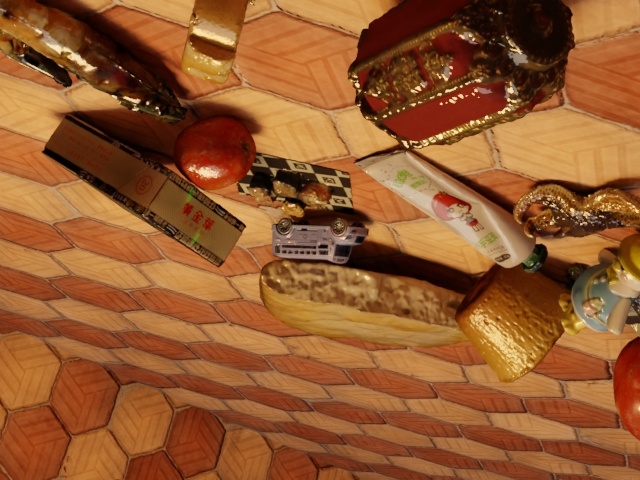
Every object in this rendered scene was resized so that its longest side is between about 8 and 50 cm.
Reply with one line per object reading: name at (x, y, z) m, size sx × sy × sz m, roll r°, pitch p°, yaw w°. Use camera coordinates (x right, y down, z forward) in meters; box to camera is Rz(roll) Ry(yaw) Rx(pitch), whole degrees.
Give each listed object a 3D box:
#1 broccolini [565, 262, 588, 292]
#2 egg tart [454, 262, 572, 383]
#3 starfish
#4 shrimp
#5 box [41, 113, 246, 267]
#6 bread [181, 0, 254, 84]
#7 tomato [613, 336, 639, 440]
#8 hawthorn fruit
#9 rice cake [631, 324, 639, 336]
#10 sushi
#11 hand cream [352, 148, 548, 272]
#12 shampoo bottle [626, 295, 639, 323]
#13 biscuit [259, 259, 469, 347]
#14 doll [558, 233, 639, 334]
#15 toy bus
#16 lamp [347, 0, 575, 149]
broccolini at (0.438, 0.070, 2.051) m, size 0.035 × 0.030 × 0.140 m, roll -23°, pitch 161°, yaw -1°
egg tart at (0.324, 0.127, 2.039) m, size 0.147 × 0.202 × 0.202 m, roll 39°, pitch 158°, yaw -2°
starfish at (0.403, -0.034, 1.744) m, size 0.216 × 0.071 × 0.238 m, roll 14°, pitch 171°, yaw -14°
shrimp at (-0.359, -0.258, 1.699) m, size 0.365 × 0.071 × 0.233 m, roll 29°, pitch 165°, yaw -36°
box at (-0.285, -0.082, 1.913) m, size 0.310 × 0.084 × 0.198 m, roll 28°, pitch 173°, yaw 42°
bread at (-0.122, -0.255, 1.440) m, size 0.073 × 0.122 × 0.149 m, roll 14°, pitch 161°, yaw -7°
tomato at (0.625, 0.263, 2.141) m, size 0.188 × 0.232 × 0.232 m, roll 25°, pitch 158°, yaw -18°
hawthorn fruit at (-0.159, -0.131, 1.802) m, size 0.128 × 0.128 × 0.128 m, roll 13°, pitch 160°, yaw 5°
rice cake at (0.613, 0.120, 2.013) m, size 0.057 × 0.052 × 0.256 m, roll 49°, pitch 154°, yaw -4°
sushi at (-0.053, -0.078, 1.976) m, size 0.210 × 0.040 × 0.193 m, roll 12°, pitch 160°, yaw 9°
hand cream at (0.213, -0.049, 1.850) m, size 0.336 × 0.076 × 0.121 m, roll 31°, pitch 154°, yaw -21°
shampoo bottle at (0.595, 0.077, 1.861) m, size 0.309 × 0.071 × 0.098 m, roll -8°, pitch 128°, yaw 49°
biscuit at (0.097, 0.127, 2.280) m, size 0.429 × 0.104 × 0.446 m, roll 8°, pitch 168°, yaw -1°
doll at (0.464, 0.065, 1.851) m, size 0.099 × 0.135 × 0.241 m, roll 39°, pitch 139°, yaw 4°
toy bus at (0.000, 0.000, 2.069) m, size 0.167 × 0.076 × 0.073 m, roll 2°, pitch 178°, yaw 32°
lamp at (0.154, -0.203, 1.329) m, size 0.177 × 0.177 × 0.274 m, roll 26°, pitch 155°, yaw -27°
